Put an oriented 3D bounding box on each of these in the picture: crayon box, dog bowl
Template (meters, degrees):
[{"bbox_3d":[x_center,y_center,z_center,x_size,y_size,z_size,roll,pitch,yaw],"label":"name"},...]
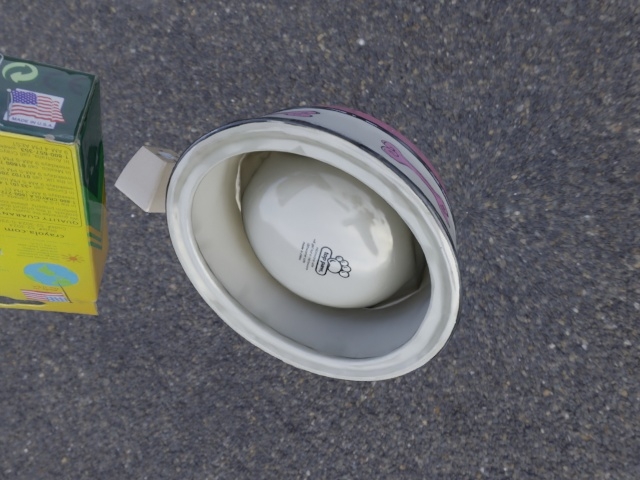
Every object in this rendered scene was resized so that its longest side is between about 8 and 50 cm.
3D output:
[{"bbox_3d":[-0.313,-0.031,0.436,0.202,0.318,0.081,9,56,-18],"label":"crayon box"},{"bbox_3d":[0.000,0.000,0.652,0.408,0.150,0.407,15,130,18],"label":"dog bowl"}]

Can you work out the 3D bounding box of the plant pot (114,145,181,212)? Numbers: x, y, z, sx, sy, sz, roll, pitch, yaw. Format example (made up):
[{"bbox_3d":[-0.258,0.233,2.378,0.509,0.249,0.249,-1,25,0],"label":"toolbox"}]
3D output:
[{"bbox_3d":[-0.310,-0.122,0.916,0.109,0.109,0.096,35,109,25],"label":"plant pot"}]
